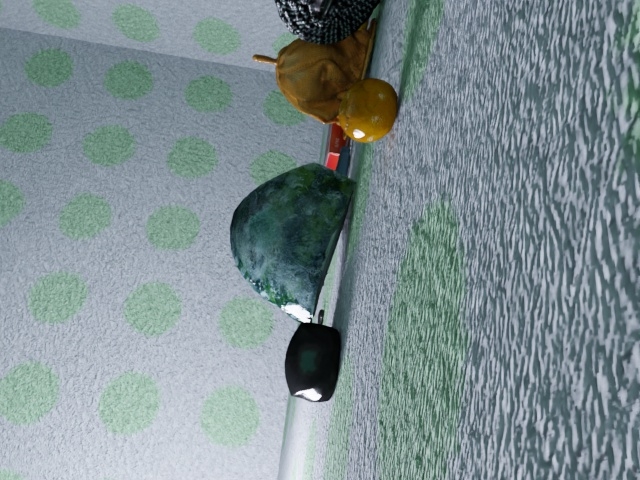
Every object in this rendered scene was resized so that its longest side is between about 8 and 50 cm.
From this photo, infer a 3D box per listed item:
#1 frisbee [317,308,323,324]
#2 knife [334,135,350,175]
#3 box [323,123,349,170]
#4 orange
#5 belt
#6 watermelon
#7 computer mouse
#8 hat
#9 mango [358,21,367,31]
[{"bbox_3d":[-0.012,0.274,1.491,0.187,0.012,0.211,-101,21,-79],"label":"frisbee"},{"bbox_3d":[0.059,-0.223,1.451,0.058,0.032,0.244,91,-169,-75],"label":"knife"},{"bbox_3d":[0.047,-0.276,1.588,0.123,0.049,0.230,109,170,-64],"label":"box"},{"bbox_3d":[0.061,-0.163,0.812,0.083,0.070,0.083,-165,90,-77],"label":"orange"},{"bbox_3d":[0.017,-0.505,1.198,0.258,0.206,0.150,121,154,-46],"label":"belt"},{"bbox_3d":[-0.056,-0.003,1.306,0.213,0.289,0.320,-9,-73,-55],"label":"watermelon"},{"bbox_3d":[-0.020,0.214,1.149,0.270,0.086,0.138,111,168,-81],"label":"computer mouse"},{"bbox_3d":[-0.027,-0.363,1.345,0.244,0.233,0.234,108,173,-58],"label":"hat"},{"bbox_3d":[0.062,-0.508,1.539,0.195,0.098,0.138,88,-174,-79],"label":"mango"}]
